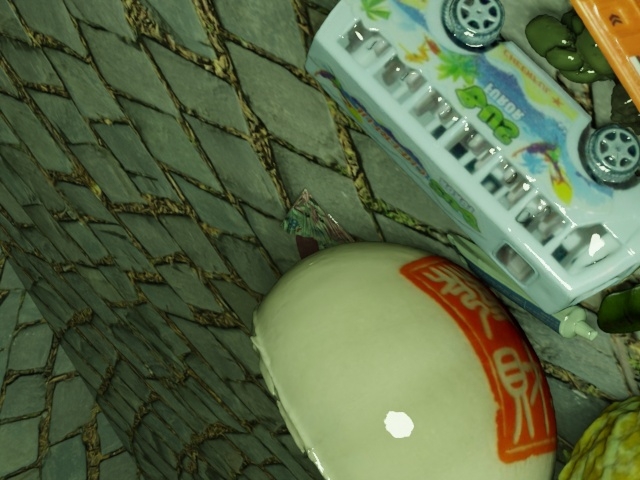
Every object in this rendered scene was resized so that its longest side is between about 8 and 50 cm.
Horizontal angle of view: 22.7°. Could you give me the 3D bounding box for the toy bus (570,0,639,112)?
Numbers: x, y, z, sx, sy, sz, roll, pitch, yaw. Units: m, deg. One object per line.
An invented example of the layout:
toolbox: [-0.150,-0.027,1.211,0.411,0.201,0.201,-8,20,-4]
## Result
toy bus: [0.258,-0.136,0.984,0.153,0.143,0.329,-9,122,54]

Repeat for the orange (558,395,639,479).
orange: [0.331,0.284,1.509,0.271,0.210,0.368,68,159,7]

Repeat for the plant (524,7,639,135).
plant: [0.227,-0.123,1.165,0.174,0.085,0.087,41,136,29]

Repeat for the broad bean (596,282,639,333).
broad bean: [0.309,0.065,1.400,0.069,0.039,0.227,49,160,-23]

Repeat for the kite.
kite: [0.000,0.000,1.904,0.139,0.011,0.157,22,141,38]

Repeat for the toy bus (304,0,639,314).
toy bus: [0.140,-0.086,1.304,0.330,0.136,0.109,45,162,6]

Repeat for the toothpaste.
toothpaste: [0.201,0.049,1.587,0.197,0.035,0.057,35,167,40]

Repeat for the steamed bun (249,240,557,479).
steamed bun: [0.108,0.160,1.641,0.374,0.241,0.374,58,-174,-10]

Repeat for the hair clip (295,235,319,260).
hair clip: [0.011,0.046,1.977,0.054,0.022,0.137,3,133,55]
